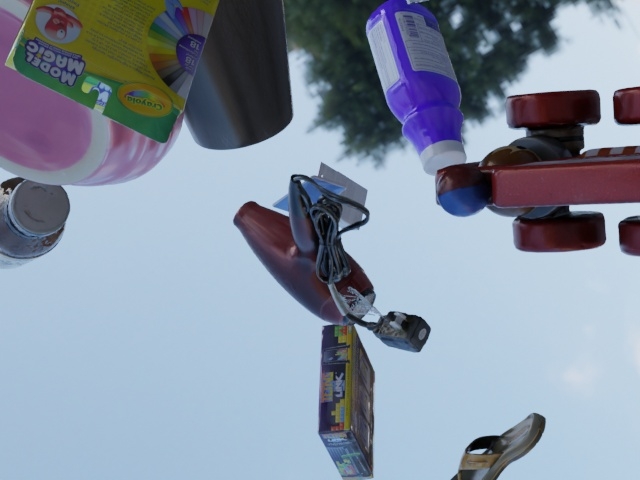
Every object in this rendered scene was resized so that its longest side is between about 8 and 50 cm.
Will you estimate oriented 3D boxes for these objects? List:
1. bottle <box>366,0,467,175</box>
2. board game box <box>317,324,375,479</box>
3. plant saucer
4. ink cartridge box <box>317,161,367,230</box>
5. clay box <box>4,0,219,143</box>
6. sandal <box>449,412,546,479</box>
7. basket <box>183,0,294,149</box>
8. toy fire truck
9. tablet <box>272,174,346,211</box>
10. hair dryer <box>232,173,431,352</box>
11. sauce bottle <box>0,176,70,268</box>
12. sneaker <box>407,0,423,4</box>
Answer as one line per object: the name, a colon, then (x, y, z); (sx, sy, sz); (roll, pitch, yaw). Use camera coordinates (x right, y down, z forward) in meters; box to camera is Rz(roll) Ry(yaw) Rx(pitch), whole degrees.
bottle: (0.151, -0.230, 1.815); (0.118, 0.092, 0.282); (11, -127, -39)
board game box: (0.037, 0.220, 1.647); (0.141, 0.048, 0.170); (65, -159, -48)
plant saucer: (-0.300, -0.178, 1.230); (0.332, 0.332, 0.084); (51, -133, -19)
ink cartridge box: (0.019, -0.062, 1.692); (0.115, 0.029, 0.062); (29, -112, -48)
clay box: (-0.148, -0.174, 0.910); (0.127, 0.053, 0.222); (26, -124, -18)
sandal: (0.217, 0.279, 1.568); (0.049, 0.180, 0.072); (40, -159, -12)
basket: (-0.116, -0.234, 1.413); (0.204, 0.154, 0.226); (-29, -56, -22)
toy fire truck: (0.245, -0.065, 1.183); (0.254, 0.302, 0.169); (-8, -83, -50)
tablet: (-0.014, -0.054, 1.460); (0.054, 0.083, 0.006); (17, -126, -36)
hair dryer: (0.000, 0.000, 1.304); (0.080, 0.294, 0.223); (-38, -65, -25)
sauce bottle: (-0.393, -0.025, 1.571); (0.111, 0.344, 0.111); (2, -95, -20)
sneaker: (0.214, -0.354, 1.326); (0.302, 0.108, 0.121); (-20, -81, -22)
